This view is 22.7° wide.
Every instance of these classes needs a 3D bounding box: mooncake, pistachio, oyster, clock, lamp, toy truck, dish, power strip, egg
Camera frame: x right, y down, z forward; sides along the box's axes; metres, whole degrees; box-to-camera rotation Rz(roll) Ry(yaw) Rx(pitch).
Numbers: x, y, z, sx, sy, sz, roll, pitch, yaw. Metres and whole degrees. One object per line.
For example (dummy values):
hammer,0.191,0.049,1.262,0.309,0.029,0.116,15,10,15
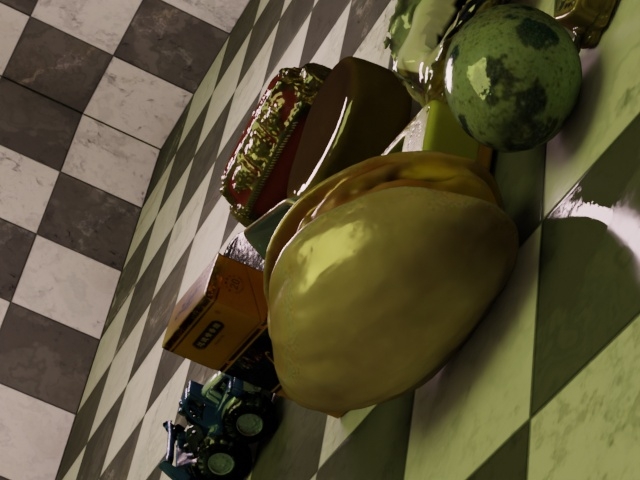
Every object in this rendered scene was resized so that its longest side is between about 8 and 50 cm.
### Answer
mooncake,0.049,-0.142,2.192,0.235,0.117,0.235,-57,18,29
pistachio,0.060,0.046,1.608,0.309,0.230,0.230,-43,20,16
oyster,0.190,-0.305,1.972,0.238,0.114,0.351,14,84,68
clock,0.112,-0.053,1.838,0.202,0.096,0.143,-48,19,48
lamp,-0.042,-0.137,2.432,0.274,0.177,0.177,-60,14,25
toy truck,-0.151,0.269,2.218,0.208,0.126,0.113,-61,14,20
dish,0.000,0.000,2.117,0.064,0.154,0.234,-46,6,-24
power strip,0.314,-0.334,1.666,0.305,0.044,0.064,-67,14,-7
egg,0.194,-0.161,1.611,0.141,0.141,0.182,-57,13,33

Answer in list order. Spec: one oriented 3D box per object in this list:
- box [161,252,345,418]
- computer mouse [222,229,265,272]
box,-0.046,0.113,1.846,0.152,0.237,0.070,-46,26,54
computer mouse,-0.076,0.087,2.356,0.295,0.087,0.168,36,108,62
